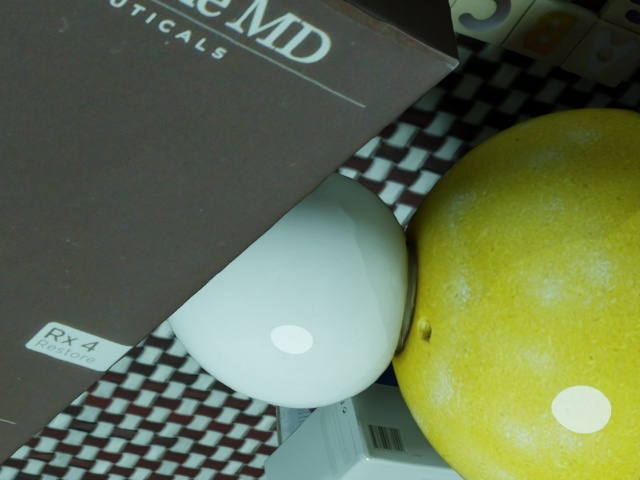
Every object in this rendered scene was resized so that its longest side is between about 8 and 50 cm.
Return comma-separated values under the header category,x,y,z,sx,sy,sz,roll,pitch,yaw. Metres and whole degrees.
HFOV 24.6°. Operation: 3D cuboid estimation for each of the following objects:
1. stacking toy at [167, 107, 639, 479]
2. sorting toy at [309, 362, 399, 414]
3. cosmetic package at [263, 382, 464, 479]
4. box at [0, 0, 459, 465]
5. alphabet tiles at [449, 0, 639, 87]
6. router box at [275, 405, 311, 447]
category,x,y,z,sx,sy,sz,roll,pitch,yaw
stacking toy,0.157,0.038,0.749,0.480,0.350,0.350,8,137,-7
sorting toy,0.000,0.000,0.866,0.126,0.127,0.365,-34,134,-3
cosmetic package,0.093,0.147,0.909,0.239,0.060,0.099,13,134,-32
box,-0.143,-0.042,0.616,0.191,0.143,0.381,24,130,-32
alphabet tiles,0.108,-0.178,0.729,0.237,0.009,0.198,15,135,-23
router box,0.166,0.194,1.101,0.335,0.082,0.301,-12,138,7
